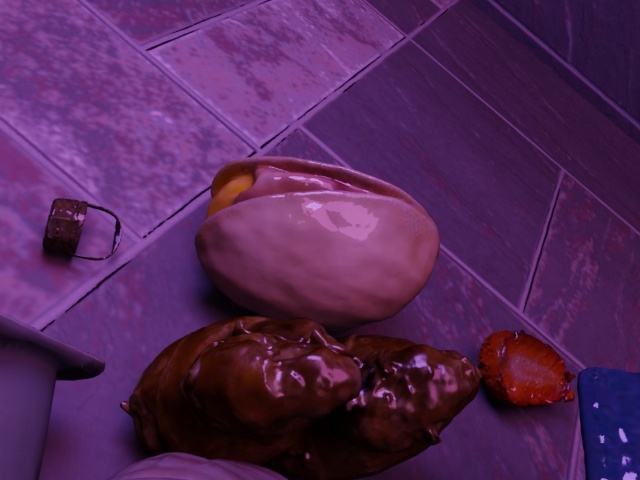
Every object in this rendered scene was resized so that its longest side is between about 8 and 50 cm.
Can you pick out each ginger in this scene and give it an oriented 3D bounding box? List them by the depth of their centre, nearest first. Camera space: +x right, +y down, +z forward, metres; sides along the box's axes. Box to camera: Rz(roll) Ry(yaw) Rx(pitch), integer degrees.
[{"bbox_3d":[0.001,0.153,0.584,0.358,0.274,0.152,12,54,-28],"label":"ginger"}]

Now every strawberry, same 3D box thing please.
[{"bbox_3d":[0.319,0.214,0.909,0.188,0.082,0.121,25,64,-29],"label":"strawberry"}]

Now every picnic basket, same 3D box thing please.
[{"bbox_3d":[-0.278,-0.013,0.676,0.083,0.072,0.072,15,48,-26],"label":"picnic basket"}]

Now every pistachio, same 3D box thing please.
[{"bbox_3d":[0.000,0.000,0.745,0.309,0.230,0.229,16,47,-12],"label":"pistachio"}]

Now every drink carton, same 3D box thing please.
[{"bbox_3d":[-0.295,0.171,0.437,0.191,0.185,0.189,-7,67,8],"label":"drink carton"}]

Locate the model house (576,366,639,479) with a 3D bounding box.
[{"bbox_3d":[0.304,0.329,0.572,0.343,0.382,0.334,33,43,-11],"label":"model house"}]

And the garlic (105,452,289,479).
[{"bbox_3d":[-0.087,0.297,0.387,0.317,0.259,0.317,-21,90,-85],"label":"garlic"}]
